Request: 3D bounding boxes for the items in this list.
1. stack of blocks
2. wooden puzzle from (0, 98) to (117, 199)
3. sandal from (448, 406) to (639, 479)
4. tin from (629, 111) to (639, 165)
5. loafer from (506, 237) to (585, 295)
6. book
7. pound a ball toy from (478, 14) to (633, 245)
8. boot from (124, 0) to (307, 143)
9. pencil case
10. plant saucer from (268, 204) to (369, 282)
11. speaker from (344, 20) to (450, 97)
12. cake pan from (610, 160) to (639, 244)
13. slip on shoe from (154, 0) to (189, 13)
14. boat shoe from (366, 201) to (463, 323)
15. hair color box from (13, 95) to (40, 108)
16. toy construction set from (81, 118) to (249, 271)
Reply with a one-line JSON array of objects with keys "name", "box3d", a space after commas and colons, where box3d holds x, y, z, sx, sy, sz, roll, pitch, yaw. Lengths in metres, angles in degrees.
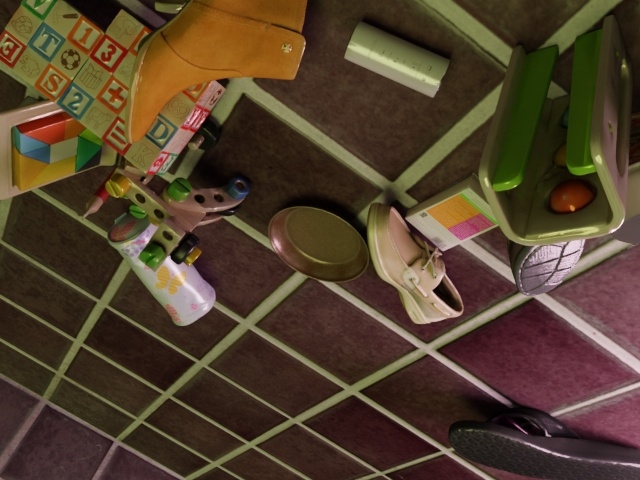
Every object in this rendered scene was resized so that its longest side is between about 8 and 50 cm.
[{"name": "stack of blocks", "box3d": [-0.315, -0.256, 0.986, 0.297, 0.087, 0.171, 37, 96, 1]}, {"name": "wooden puzzle", "box3d": [-0.458, -0.165, 1.140, 0.044, 0.238, 0.221, 54, 144, 17]}, {"name": "sandal", "box3d": [0.486, 0.440, 1.418, 0.445, 0.107, 0.168, 13, 139, -5]}, {"name": "tin", "box3d": [0.426, -0.123, 0.812, 0.189, 0.106, 0.040, -13, 135, 38]}, {"name": "loafer", "box3d": [0.334, -0.036, 0.985, 0.109, 0.095, 0.303, -14, 139, -1]}, {"name": "book", "box3d": [0.222, -0.039, 1.065, 0.096, 0.035, 0.144, 40, 140, -19]}, {"name": "pound a ball toy", "box3d": [0.308, -0.112, 0.714, 0.208, 0.319, 0.136, -11, 129, 35]}, {"name": "boot", "box3d": [-0.138, -0.241, 0.883, 0.211, 0.104, 0.295, 14, 117, -18]}, {"name": "pencil case", "box3d": [-0.333, 0.057, 1.394, 0.124, 0.113, 0.273, 48, 170, 53]}, {"name": "plant saucer", "box3d": [0.000, 0.000, 1.219, 0.198, 0.036, 0.199, 14, 139, 13]}, {"name": "speaker", "box3d": [0.102, -0.244, 0.883, 0.136, 0.055, 0.055, 24, 140, 1]}, {"name": "cake pan", "box3d": [0.480, -0.051, 0.783, 0.293, 0.054, 0.293, -3, 165, -1]}, {"name": "slip on shoe", "box3d": [-0.172, -0.343, 0.924, 0.135, 0.051, 0.041, 8, 115, 21]}, {"name": "boat shoe", "box3d": [0.167, 0.041, 1.127, 0.098, 0.109, 0.302, -7, 137, 27]}, {"name": "hair color box", "box3d": [-0.546, -0.198, 1.199, 0.071, 0.141, 0.043, 24, 140, 2]}, {"name": "toy construction set", "box3d": [-0.308, -0.066, 1.147, 0.308, 0.237, 0.257, -10, 129, 35]}]
